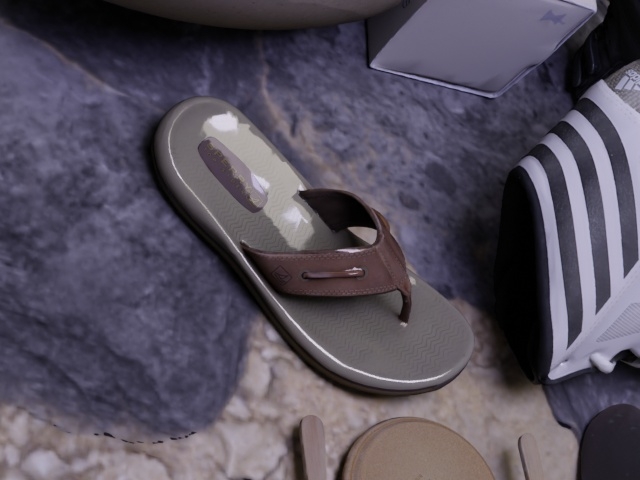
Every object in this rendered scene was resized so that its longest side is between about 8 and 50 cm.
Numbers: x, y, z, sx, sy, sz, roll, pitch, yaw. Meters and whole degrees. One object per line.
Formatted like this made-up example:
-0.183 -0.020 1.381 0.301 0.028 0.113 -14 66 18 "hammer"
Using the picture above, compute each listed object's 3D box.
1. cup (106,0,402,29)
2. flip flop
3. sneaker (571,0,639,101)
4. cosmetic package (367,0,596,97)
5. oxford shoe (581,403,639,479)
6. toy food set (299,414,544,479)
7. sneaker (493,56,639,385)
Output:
-0.029 -0.278 0.987 0.237 0.331 0.331 28 53 -47 "cup"
0.000 0.000 0.987 0.277 0.080 0.112 46 53 -4 "flip flop"
0.250 -0.190 1.160 0.104 0.147 0.296 -43 113 -33 "sneaker"
0.118 -0.287 1.147 0.129 0.153 0.296 10 62 -25 "cosmetic package"
0.250 0.217 1.033 0.076 0.076 0.212 39 27 -46 "oxford shoe"
0.068 0.185 0.975 0.192 0.038 0.132 9 57 -21 "toy food set"
0.282 0.051 1.108 0.447 0.257 0.169 50 10 -33 "sneaker"
